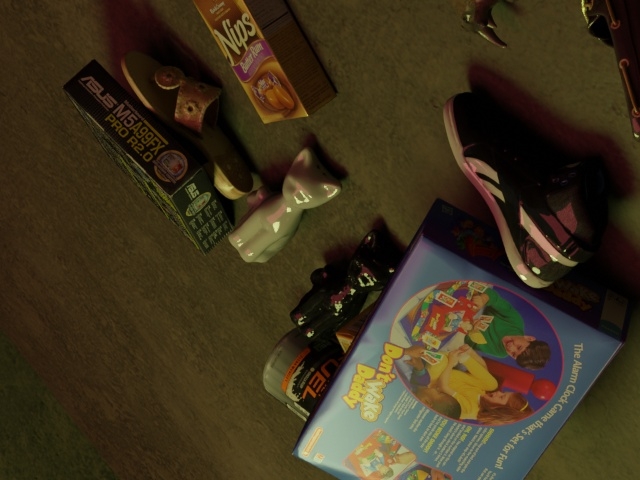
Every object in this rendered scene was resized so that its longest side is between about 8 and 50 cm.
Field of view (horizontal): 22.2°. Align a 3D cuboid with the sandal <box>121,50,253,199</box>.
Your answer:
[{"bbox_3d":[-0.148,-0.165,2.094,0.079,0.088,0.240,-28,108,32],"label":"sandal"}]

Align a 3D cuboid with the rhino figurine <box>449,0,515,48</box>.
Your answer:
[{"bbox_3d":[0.111,-0.279,1.513,0.243,0.073,0.106,58,156,-16],"label":"rhino figurine"}]

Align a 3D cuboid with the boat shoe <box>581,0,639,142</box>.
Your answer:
[{"bbox_3d":[0.248,-0.180,1.314,0.081,0.068,0.228,52,-162,-57],"label":"boat shoe"}]

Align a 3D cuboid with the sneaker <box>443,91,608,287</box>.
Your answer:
[{"bbox_3d":[0.216,-0.073,1.621,0.121,0.079,0.217,-35,76,38],"label":"sneaker"}]

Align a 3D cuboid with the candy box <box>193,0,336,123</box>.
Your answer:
[{"bbox_3d":[-0.069,-0.229,1.886,0.109,0.053,0.187,-3,120,60],"label":"candy box"}]

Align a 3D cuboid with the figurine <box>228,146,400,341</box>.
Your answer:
[{"bbox_3d":[0.000,0.000,2.041,0.215,0.092,0.209,52,146,2],"label":"figurine"}]

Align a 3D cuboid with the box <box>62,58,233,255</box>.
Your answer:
[{"bbox_3d":[-0.226,-0.106,2.184,0.216,0.060,0.270,44,172,16],"label":"box"}]

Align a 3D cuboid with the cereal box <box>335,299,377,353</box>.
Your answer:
[{"bbox_3d":[0.136,0.159,1.909,0.047,0.173,0.240,11,132,54],"label":"cereal box"}]

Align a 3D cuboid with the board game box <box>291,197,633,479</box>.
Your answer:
[{"bbox_3d":[0.145,0.152,1.753,0.233,0.078,0.347,29,126,-1],"label":"board game box"}]

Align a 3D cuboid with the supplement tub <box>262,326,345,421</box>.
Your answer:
[{"bbox_3d":[0.023,0.206,2.210,0.190,0.117,0.117,34,149,31],"label":"supplement tub"}]
